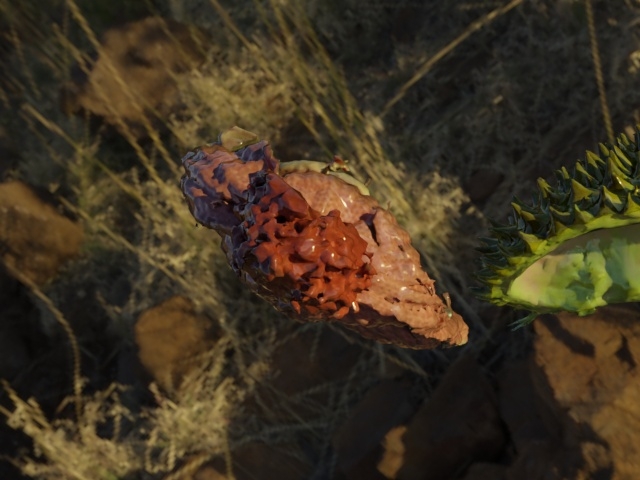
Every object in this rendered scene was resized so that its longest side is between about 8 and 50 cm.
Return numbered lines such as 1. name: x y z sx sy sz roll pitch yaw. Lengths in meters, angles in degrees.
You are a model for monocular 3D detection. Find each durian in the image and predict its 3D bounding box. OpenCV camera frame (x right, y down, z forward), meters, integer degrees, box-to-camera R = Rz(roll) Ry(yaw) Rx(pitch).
1. durian: 0.281 -0.008 0.884 0.356 0.169 0.157 -16 19 28

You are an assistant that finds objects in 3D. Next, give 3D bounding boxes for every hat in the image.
1. hat: 0.000 0.000 0.704 0.107 0.237 0.286 -62 -7 0
